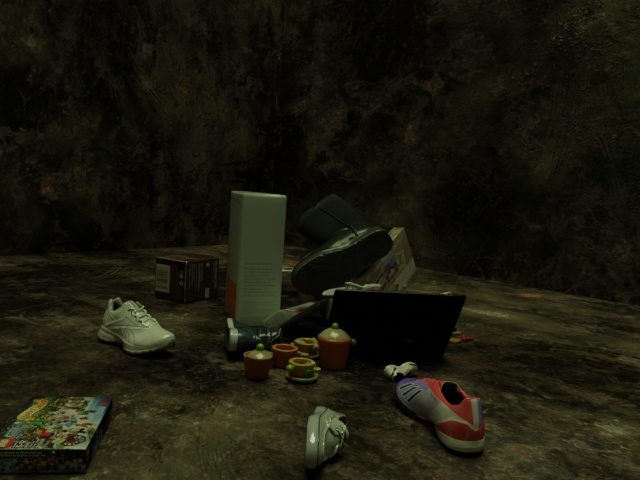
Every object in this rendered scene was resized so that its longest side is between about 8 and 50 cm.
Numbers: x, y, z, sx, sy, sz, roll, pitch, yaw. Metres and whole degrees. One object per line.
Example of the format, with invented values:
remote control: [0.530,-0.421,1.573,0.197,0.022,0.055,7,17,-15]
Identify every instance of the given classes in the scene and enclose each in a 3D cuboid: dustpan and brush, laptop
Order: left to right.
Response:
dustpan and brush: [0.124,0.150,1.808,0.147,0.060,0.211,-7,-16,40]
laptop: [0.193,0.232,1.862,0.382,0.408,0.236,3,40,-8]

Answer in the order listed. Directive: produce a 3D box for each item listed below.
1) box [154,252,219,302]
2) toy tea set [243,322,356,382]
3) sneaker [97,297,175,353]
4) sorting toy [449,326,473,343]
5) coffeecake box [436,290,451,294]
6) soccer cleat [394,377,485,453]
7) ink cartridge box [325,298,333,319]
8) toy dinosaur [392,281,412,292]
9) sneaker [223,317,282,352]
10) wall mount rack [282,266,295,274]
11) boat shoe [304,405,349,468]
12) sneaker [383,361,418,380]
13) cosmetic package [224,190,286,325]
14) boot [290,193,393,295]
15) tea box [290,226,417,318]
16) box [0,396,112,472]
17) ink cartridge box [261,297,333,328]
box: [-0.539,0.147,2.401,0.167,0.168,0.203,6,7,29]
toy tea set: [-0.056,0.289,1.598,0.200,0.124,0.336,8,7,32]
sneaker: [-0.529,0.243,1.688,0.297,0.129,0.111,9,6,32]
sorting toy: [0.417,0.309,2.122,0.132,0.046,0.274,0,7,-31]
coffeecake box: [0.360,0.246,2.091,0.185,0.068,0.142,-19,2,40]
soccer cleat: [0.259,0.347,1.298,0.108,0.116,0.318,2,6,-16]
ink cartridge box: [0.128,0.204,1.884,0.189,0.066,0.232,4,-26,-10]
toy dinosaur: [0.280,0.196,2.102,0.183,0.093,0.053,-26,36,-36]
sneaker: [-0.200,0.283,1.746,0.163,0.086,0.226,4,4,-15]
wall mount rack: [-0.038,0.186,2.625,0.350,0.130,0.304,0,2,-37]
boat shoe: [0.016,0.364,1.124,0.075,0.083,0.226,4,5,5]
sneaker: [0.223,0.358,1.599,0.109,0.040,0.044,-3,25,-31]
cosmetic package: [-0.234,0.057,2.105,0.161,0.453,0.230,2,5,-19]
boot: [0.002,-0.001,2.104,0.367,0.146,0.445,-24,29,-13]
tea box: [0.131,0.119,2.202,0.323,0.220,0.329,2,34,39]
box: [-0.486,0.350,1.089,0.159,0.044,0.233,4,6,-9]
ink cartridge box: [-0.062,0.226,1.970,0.224,0.056,0.181,-37,-15,26]
